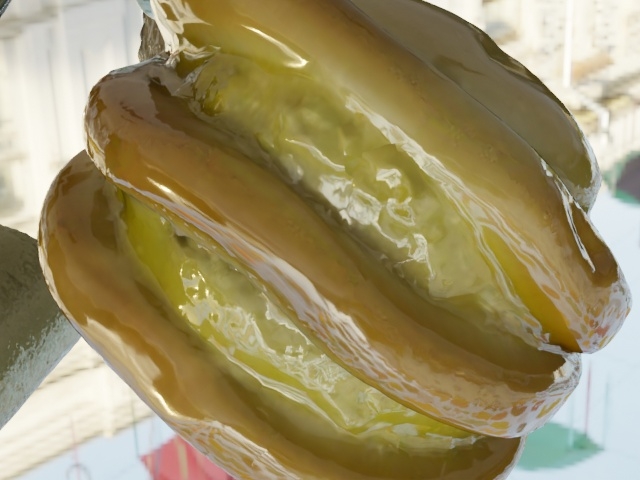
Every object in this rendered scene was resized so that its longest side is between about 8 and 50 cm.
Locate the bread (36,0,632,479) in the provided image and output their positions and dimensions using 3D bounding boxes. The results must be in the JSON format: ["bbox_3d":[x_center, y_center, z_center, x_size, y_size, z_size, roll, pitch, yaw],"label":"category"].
[{"bbox_3d":[0.000,0.000,0.706,0.315,0.270,0.211,40,-141,8],"label":"bread"}]

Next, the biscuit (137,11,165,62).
[{"bbox_3d":[-0.115,-0.214,1.261,0.044,0.325,0.217,5,-179,-31],"label":"biscuit"}]

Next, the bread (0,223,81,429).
[{"bbox_3d":[-0.285,0.076,1.095,0.148,0.134,0.141,-5,-148,32],"label":"bread"}]

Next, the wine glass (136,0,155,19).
[{"bbox_3d":[-0.048,-0.195,1.070,0.103,0.103,0.231,-23,-147,-37],"label":"wine glass"}]

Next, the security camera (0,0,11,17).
[{"bbox_3d":[-0.235,-0.151,0.807,0.092,0.058,0.058,32,-158,-13],"label":"security camera"}]
